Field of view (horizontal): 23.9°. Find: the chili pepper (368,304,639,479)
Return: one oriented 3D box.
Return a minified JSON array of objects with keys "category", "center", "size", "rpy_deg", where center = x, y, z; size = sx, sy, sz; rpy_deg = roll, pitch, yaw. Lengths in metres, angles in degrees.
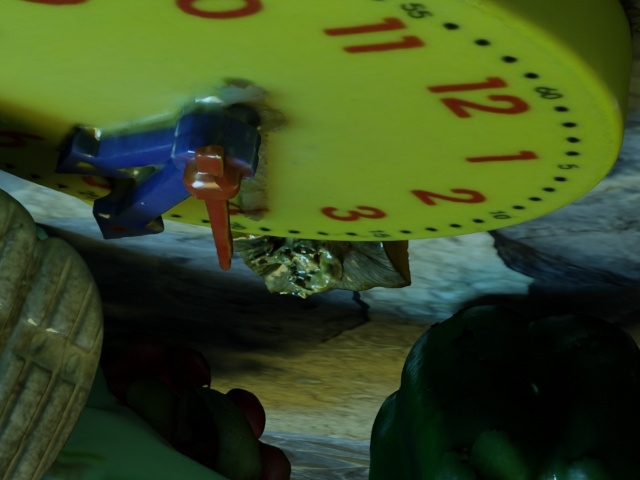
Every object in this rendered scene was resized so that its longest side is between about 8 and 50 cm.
[{"category":"chili pepper","center":[0.111,0.123,0.871],"size":[0.165,0.174,0.261],"rpy_deg":[3,-161,2]}]

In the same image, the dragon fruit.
[{"category":"dragon fruit","center":[-0.130,0.157,1.074],"size":[0.273,0.198,0.218],"rpy_deg":[-26,119,23]}]

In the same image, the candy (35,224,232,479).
[{"category":"candy","center":[-0.118,0.196,0.885],"size":[0.398,0.172,0.263],"rpy_deg":[44,117,-6]}]

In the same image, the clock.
[{"category":"clock","center":[-0.037,-0.048,0.532],"size":[0.293,0.071,0.277],"rpy_deg":[-6,158,36]}]

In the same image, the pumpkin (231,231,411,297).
[{"category":"pumpkin","center":[0.000,0.000,0.707],"size":[0.074,0.054,0.083],"rpy_deg":[-3,156,17]}]

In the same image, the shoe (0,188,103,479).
[{"category":"shoe","center":[-0.267,-0.010,0.577],"size":[0.351,0.172,0.198],"rpy_deg":[34,175,-27]}]
